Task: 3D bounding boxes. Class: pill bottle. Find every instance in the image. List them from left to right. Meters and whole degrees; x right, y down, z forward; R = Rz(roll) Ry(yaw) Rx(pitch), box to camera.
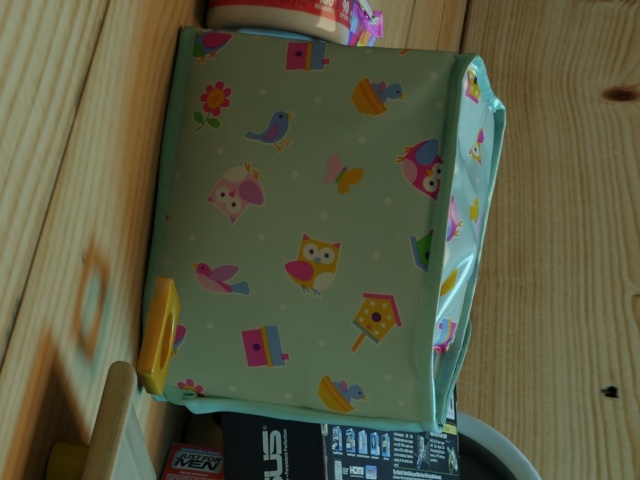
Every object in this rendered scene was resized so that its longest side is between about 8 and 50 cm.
[{"bbox_3d":[-0.021,-0.235,1.344,0.108,0.108,0.180,37,60,-82],"label":"pill bottle"}]

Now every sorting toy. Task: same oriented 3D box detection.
[{"bbox_3d":[-0.141,0.185,1.076,0.196,0.047,0.348,93,7,-60],"label":"sorting toy"}]

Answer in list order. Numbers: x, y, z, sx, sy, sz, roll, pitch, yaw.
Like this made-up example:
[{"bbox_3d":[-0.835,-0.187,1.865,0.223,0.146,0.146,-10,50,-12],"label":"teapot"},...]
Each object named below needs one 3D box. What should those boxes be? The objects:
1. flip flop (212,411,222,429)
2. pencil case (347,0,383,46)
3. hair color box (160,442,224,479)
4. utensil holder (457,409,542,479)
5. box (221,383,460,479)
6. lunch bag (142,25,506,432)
[{"bbox_3d":[-0.056,0.169,1.563,0.112,0.080,0.277,61,33,-49],"label":"flip flop"},{"bbox_3d":[-0.008,-0.189,1.525,0.236,0.104,0.104,-18,115,-81],"label":"pencil case"},{"bbox_3d":[-0.105,0.246,1.372,0.167,0.053,0.093,-73,167,-47],"label":"hair color box"},{"bbox_3d":[0.092,0.348,1.983,0.385,0.327,0.328,69,29,-81],"label":"utensil holder"},{"bbox_3d":[0.025,0.095,1.543,0.395,0.097,0.318,22,65,-69],"label":"box"},{"bbox_3d":[0.000,0.000,1.273,0.160,0.223,0.262,38,60,-73],"label":"lunch bag"}]
